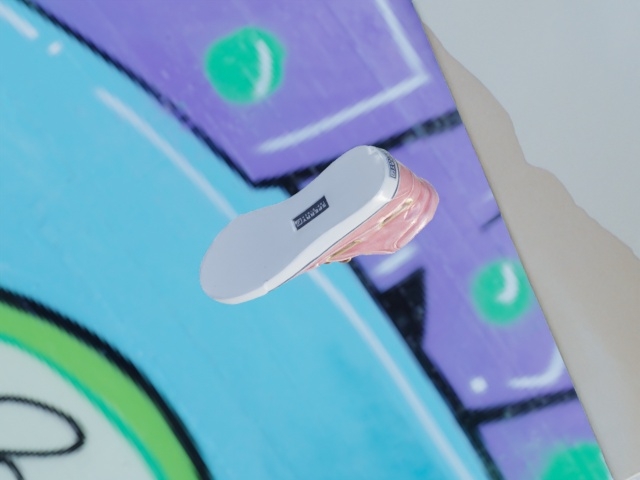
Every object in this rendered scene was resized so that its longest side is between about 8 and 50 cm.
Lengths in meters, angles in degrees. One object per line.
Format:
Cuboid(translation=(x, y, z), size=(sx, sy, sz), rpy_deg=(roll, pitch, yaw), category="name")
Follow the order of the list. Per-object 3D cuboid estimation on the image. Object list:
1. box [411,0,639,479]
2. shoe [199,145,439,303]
Cuboid(translation=(0.157, -0.054, 0.636), size=(0.148, 0.121, 0.311), rpy_deg=(9, 55, -52), category="box")
Cuboid(translation=(0.000, 0.000, 0.973), size=(0.081, 0.178, 0.064), rpy_deg=(25, 38, -51), category="shoe")
